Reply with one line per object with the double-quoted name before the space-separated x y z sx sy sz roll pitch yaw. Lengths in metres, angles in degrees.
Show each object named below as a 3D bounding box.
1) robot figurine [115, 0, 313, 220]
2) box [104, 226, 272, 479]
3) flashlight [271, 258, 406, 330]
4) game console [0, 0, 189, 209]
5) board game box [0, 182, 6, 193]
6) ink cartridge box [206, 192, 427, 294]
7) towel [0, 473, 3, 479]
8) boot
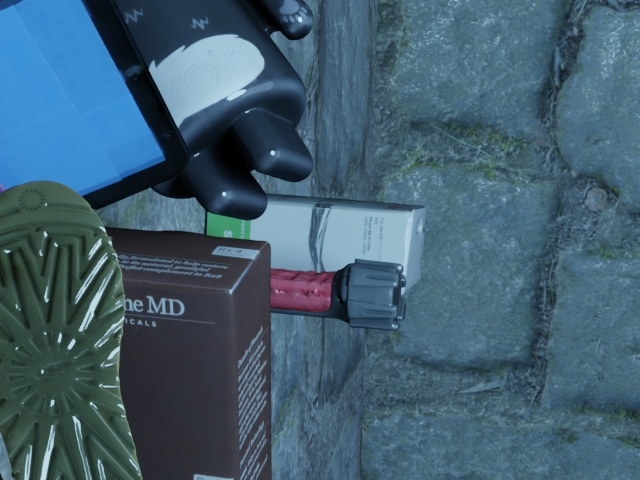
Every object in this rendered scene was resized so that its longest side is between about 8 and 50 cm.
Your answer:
"robot figurine" -0.122 -0.151 0.924 0.209 0.278 0.174 -28 163 -23
"box" -0.156 0.189 1.055 0.143 0.191 0.382 -55 148 -67
"flashlight" -0.054 0.050 1.201 0.103 0.303 0.103 -51 143 -68
"game console" -0.227 -0.026 0.679 0.293 0.173 0.250 70 27 -61
"board game box" -0.272 0.024 0.570 0.208 0.056 0.347 -45 155 -14
"ink cartridge box" 0.000 0.000 1.463 0.211 0.289 0.122 -19 113 -76
"towel" -0.270 0.228 0.614 0.049 0.187 0.282 -128 -152 -48
"boot" -0.178 0.112 0.664 0.269 0.089 0.236 134 -52 -69
